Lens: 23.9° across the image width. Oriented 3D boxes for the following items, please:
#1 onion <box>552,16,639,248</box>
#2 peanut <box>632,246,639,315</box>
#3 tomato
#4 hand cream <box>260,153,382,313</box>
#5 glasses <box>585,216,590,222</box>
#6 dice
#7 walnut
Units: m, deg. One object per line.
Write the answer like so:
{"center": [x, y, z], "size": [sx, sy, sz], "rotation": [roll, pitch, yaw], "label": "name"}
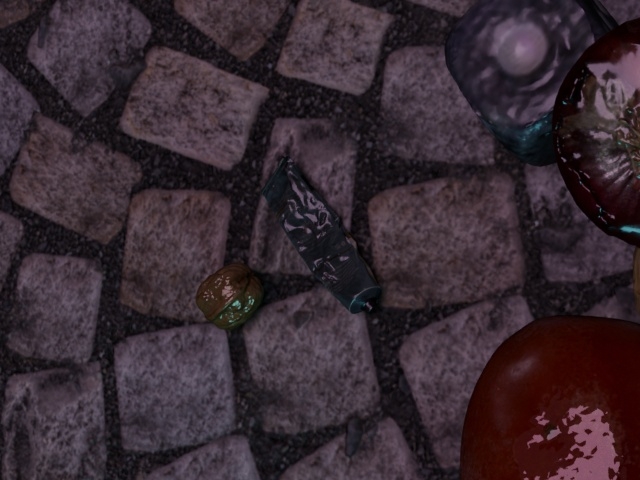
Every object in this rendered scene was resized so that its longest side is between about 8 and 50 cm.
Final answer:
{"center": [0.393, -0.122, 1.649], "size": [0.272, 0.195, 0.272], "rotation": [3, 104, 11], "label": "onion"}
{"center": [0.435, -0.004, 1.736], "size": [0.120, 0.110, 0.236], "rotation": [26, 95, 36], "label": "peanut"}
{"center": [0.283, 0.230, 1.736], "size": [0.338, 0.143, 0.338], "rotation": [-11, 69, 32], "label": "tomato"}
{"center": [0.000, 0.000, 1.993], "size": [0.075, 0.052, 0.248], "rotation": [-43, 67, 16], "label": "hand cream"}
{"center": [0.361, -0.066, 1.828], "size": [0.103, 0.062, 0.140], "rotation": [-27, 71, 45], "label": "glasses"}
{"center": [0.270, -0.207, 1.803], "size": [0.181, 0.183, 0.182], "rotation": [-37, 68, 21], "label": "dice"}
{"center": [-0.123, 0.076, 2.034], "size": [0.079, 0.082, 0.096], "rotation": [46, 116, -7], "label": "walnut"}
